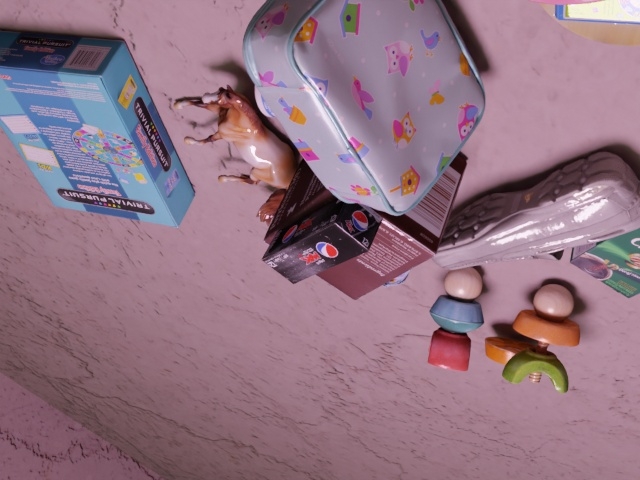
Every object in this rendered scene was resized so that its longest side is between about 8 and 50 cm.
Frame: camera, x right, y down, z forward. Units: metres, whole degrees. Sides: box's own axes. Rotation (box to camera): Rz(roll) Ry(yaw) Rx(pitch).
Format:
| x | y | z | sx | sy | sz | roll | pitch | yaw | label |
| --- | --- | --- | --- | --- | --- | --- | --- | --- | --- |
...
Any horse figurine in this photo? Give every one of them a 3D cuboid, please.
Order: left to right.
| x | y | z | sx | sy | sz | roll | pitch | yaw | label |
| --- | --- | --- | --- | --- | --- | --- | --- | --- | --- |
| -0.107 | -0.131 | 1.235 | 0.174 | 0.066 | 0.263 | -1 | 139 | 42 | horse figurine |

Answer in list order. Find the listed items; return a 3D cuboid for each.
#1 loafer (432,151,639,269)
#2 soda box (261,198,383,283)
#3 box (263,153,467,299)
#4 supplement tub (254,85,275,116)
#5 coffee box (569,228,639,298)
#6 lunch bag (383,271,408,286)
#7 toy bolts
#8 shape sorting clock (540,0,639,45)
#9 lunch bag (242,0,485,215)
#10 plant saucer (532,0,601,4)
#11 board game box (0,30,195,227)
| x | y | z | sx | sy | sz | roll | pitch | yaw | label |
| --- | --- | --- | --- | --- | --- | --- | --- | --- | --- |
| 0.282 | -0.013 | 1.123 | 0.111 | 0.112 | 0.319 | 46 | 141 | -19 | loafer |
| 0.000 | 0.000 | 1.052 | 0.060 | 0.053 | 0.169 | 38 | 146 | -19 | soda box |
| 0.060 | -0.052 | 1.147 | 0.167 | 0.168 | 0.203 | 33 | 146 | -15 | box |
| -0.024 | -0.194 | 1.082 | 0.107 | 0.071 | 0.071 | 4 | 143 | 29 | supplement tub |
| 0.434 | 0.007 | 1.123 | 0.113 | 0.040 | 0.184 | 30 | 147 | -11 | coffee box |
| 0.120 | 0.027 | 1.320 | 0.053 | 0.071 | 0.083 | 21 | 146 | -4 | lunch bag |
| 0.287 | 0.125 | 1.352 | 0.228 | 0.158 | 0.218 | 10 | -172 | 1 | toy bolts |
| 0.295 | -0.276 | 0.790 | 0.206 | 0.040 | 0.206 | 17 | 139 | 15 | shape sorting clock |
| 0.059 | -0.180 | 0.917 | 0.108 | 0.224 | 0.279 | 15 | 151 | 45 | lunch bag |
| 0.163 | -0.332 | 0.625 | 0.332 | 0.084 | 0.332 | 30 | 139 | 30 | plant saucer |
| -0.370 | -0.170 | 1.325 | 0.253 | 0.079 | 0.336 | 10 | 146 | 20 | board game box |
